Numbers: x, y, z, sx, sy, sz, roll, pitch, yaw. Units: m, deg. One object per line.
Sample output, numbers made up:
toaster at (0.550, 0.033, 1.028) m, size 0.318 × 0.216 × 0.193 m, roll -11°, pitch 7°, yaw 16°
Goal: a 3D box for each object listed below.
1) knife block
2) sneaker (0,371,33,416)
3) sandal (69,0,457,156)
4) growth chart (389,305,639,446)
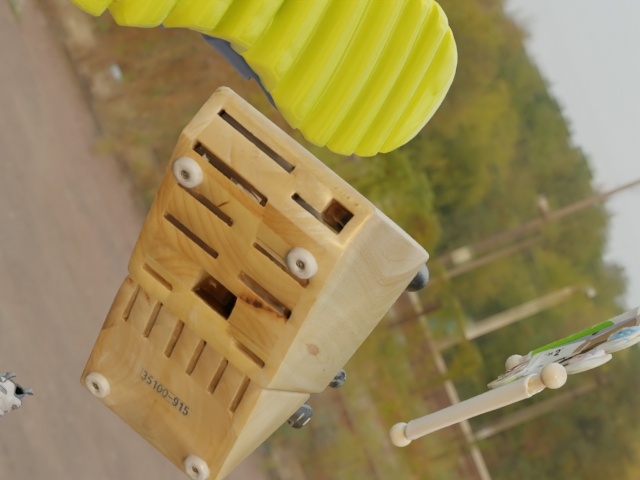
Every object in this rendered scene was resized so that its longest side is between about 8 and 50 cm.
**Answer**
knife block at (0.000, 0.000, 0.870) m, size 0.088 × 0.242 × 0.276 m, roll 38°, pitch -44°, yaw 11°
sneaker at (-0.291, 0.151, 1.560) m, size 0.038 × 0.069 × 0.098 m, roll 56°, pitch -31°, yaw 20°
sandal at (-0.044, -0.160, 1.062) m, size 0.317 × 0.126 × 0.138 m, roll 31°, pitch 11°, yaw -37°
growth chart at (0.153, 0.088, 1.192) m, size 0.237 × 0.172 × 0.021 m, roll -20°, pitch 84°, yaw -57°
